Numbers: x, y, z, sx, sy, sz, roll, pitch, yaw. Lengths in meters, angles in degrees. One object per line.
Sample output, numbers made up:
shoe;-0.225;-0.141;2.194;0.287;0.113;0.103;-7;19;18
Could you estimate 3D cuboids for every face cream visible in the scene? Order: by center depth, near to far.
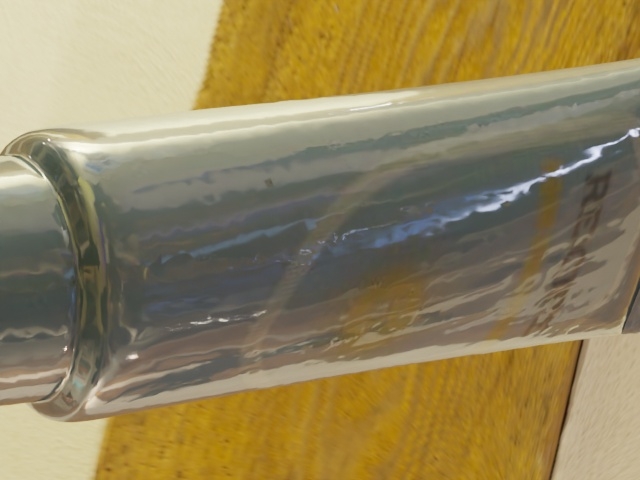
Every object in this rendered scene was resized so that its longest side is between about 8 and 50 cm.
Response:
face cream;0.000;0.000;0.561;0.086;0.385;0.135;48;-48;40
